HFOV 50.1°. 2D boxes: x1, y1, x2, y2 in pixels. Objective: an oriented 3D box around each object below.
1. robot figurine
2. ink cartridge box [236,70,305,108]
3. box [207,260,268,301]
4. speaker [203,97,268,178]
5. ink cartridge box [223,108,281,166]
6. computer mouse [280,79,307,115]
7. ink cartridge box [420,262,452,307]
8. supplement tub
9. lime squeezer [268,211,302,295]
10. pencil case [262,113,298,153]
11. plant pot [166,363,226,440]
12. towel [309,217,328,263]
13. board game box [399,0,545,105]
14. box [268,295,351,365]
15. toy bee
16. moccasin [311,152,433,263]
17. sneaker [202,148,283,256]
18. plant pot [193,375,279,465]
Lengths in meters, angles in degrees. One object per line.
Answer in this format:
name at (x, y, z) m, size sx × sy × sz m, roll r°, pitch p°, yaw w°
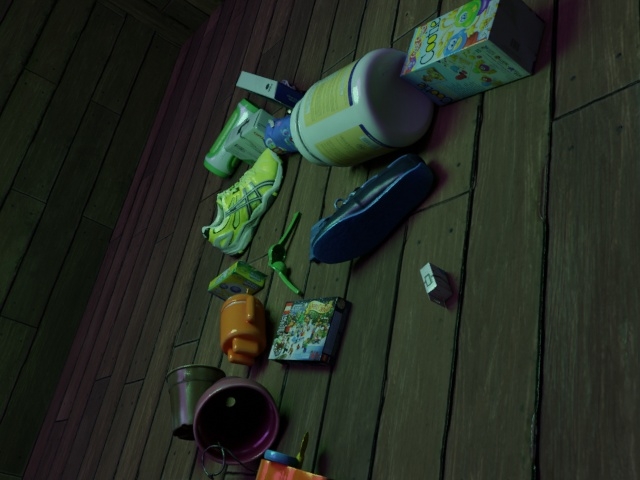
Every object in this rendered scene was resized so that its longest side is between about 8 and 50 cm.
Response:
robot figurine at (-0.213, 0.238, 1.879) m, size 0.128 × 0.158 × 0.219 m, roll -16°, pitch 43°, yaw 8°
ink cartridge box at (-0.137, -0.485, 2.283) m, size 0.333 × 0.166 × 0.065 m, roll 34°, pitch 102°, yaw 51°
box at (-0.245, 0.127, 2.047) m, size 0.179 × 0.105 × 0.043 m, roll -37°, pitch 31°, yaw 39°
speaker at (-0.321, -0.385, 2.592) m, size 0.296 × 0.131 × 0.131 m, roll -55°, pitch 29°, yaw 13°
ink cartridge box at (-0.209, -0.343, 2.342) m, size 0.208 × 0.153 × 0.086 m, roll -21°, pitch 45°, yaw 50°
computer mouse at (-0.105, -0.516, 2.440) m, size 0.106 × 0.042 × 0.193 m, roll -57°, pitch 34°, yaw 20°
ink cartridge box at (0.231, 0.089, 1.357) m, size 0.028 × 0.048 × 0.083 m, roll -45°, pitch 34°, yaw 29°
supplement tub at (0.095, -0.320, 1.731) m, size 0.331 × 0.241 × 0.240 m, roll -12°, pitch 56°, yaw 55°
lime squeezer at (-0.097, 0.056, 1.940) m, size 0.110 × 0.058 × 0.310 m, roll -16°, pitch 44°, yaw 14°
pencil case at (-0.062, -0.348, 2.128) m, size 0.306 × 0.133 × 0.119 m, roll -5°, pitch 49°, yaw 56°
plant pot at (-0.342, 0.452, 1.890) m, size 0.167 × 0.167 × 0.165 m, roll -39°, pitch 45°, yaw 37°
towel at (0.000, 0.000, 1.835) m, size 0.067 × 0.029 × 0.119 m, roll -36°, pitch 37°, yaw 40°
board game box at (0.333, -0.425, 1.530) m, size 0.275 × 0.144 × 0.142 m, roll -8°, pitch 59°, yaw 56°
box at (-0.030, 0.223, 1.675) m, size 0.233 × 0.044 × 0.159 m, roll -13°, pitch 55°, yaw 54°
toy bee at (-0.075, 0.490, 1.447) m, size 0.298 × 0.162 × 0.195 m, roll 29°, pitch 83°, yaw 37°
moccasin at (0.123, -0.070, 1.620) m, size 0.342 × 0.138 × 0.116 m, roll -35°, pitch 32°, yaw 18°
sneaker at (-0.247, -0.139, 2.238) m, size 0.145 × 0.147 × 0.384 m, roll 14°, pitch 77°, yaw 63°
plant pot at (-0.210, 0.418, 1.673) m, size 0.201 × 0.201 × 0.180 m, roll -62°, pitch 13°, yaw 1°
